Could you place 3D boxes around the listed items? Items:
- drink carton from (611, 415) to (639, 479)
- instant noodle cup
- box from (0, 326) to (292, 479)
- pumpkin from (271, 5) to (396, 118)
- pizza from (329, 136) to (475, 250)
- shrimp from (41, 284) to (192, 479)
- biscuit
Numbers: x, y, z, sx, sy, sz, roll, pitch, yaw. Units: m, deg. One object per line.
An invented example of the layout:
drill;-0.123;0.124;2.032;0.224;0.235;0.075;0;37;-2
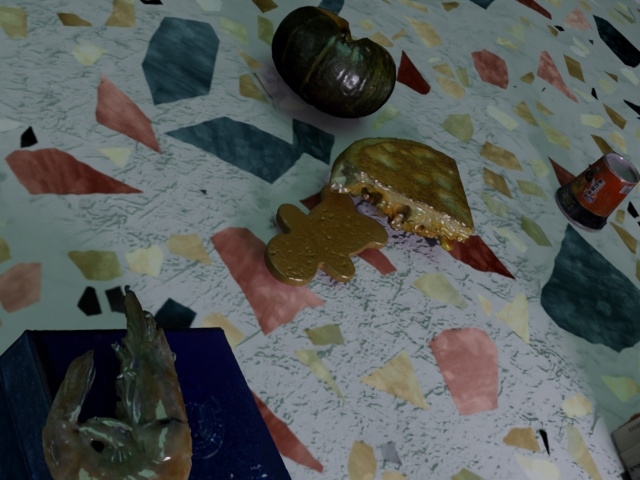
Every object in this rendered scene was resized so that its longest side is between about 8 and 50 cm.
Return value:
drink carton;0.658;0.321;1.116;0.324;0.194;0.132;8;49;-26
instant noodle cup;0.582;-0.108;1.471;0.127;0.136;0.127;16;47;-18
box;-0.161;0.228;0.693;0.261;0.116;0.279;10;46;-56
pumpkin;0.020;-0.317;1.285;0.237;0.159;0.238;24;24;-12
pizza;0.133;-0.117;1.232;0.257;0.087;0.268;27;34;-16
shrimp;-0.177;0.136;0.616;0.126;0.047;0.224;9;47;-32
biscuit;-0.001;0.001;1.095;0.158;0.035;0.240;45;44;12
